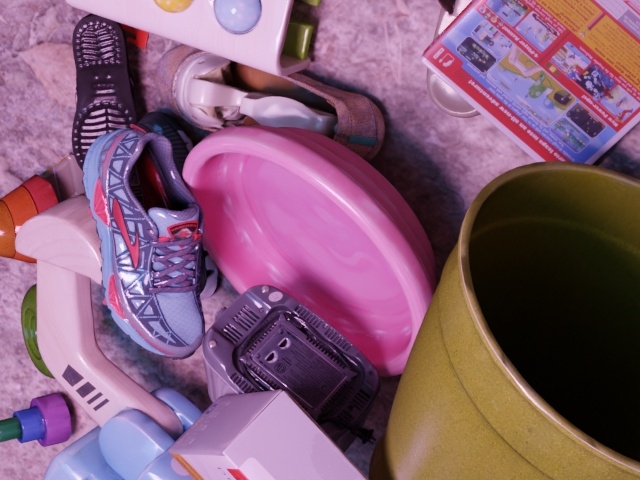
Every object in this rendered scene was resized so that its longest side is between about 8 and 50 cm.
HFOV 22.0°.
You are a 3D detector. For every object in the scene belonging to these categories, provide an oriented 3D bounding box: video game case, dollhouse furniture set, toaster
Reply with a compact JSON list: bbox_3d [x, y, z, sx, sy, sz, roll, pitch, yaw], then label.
[{"bbox_3d":[0.262,-0.207,1.603,0.204,0.025,0.285,40,123,-8],"label":"video game case"},{"bbox_3d":[-0.295,-0.030,2.056,0.076,0.058,0.152,-32,66,42],"label":"dollhouse furniture set"},{"bbox_3d":[-0.028,0.164,1.806,0.227,0.129,0.146,36,156,13],"label":"toaster"}]

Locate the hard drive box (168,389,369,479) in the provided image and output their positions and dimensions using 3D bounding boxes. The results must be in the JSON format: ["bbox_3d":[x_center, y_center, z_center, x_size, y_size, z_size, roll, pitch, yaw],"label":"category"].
[{"bbox_3d":[-0.040,0.245,1.661,0.181,0.089,0.232,48,161,-7],"label":"hard drive box"}]

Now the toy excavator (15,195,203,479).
[{"bbox_3d":[-0.228,0.228,1.919,0.445,0.222,0.433,39,125,11],"label":"toy excavator"}]

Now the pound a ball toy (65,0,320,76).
[{"bbox_3d":[-0.151,-0.324,1.794,0.319,0.136,0.208,21,110,19],"label":"pound a ball toy"}]

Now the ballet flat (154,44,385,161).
[{"bbox_3d":[-0.078,-0.159,1.829,0.316,0.106,0.107,15,103,29],"label":"ballet flat"}]

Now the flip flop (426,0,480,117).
[{"bbox_3d":[0.155,-0.255,1.669,0.112,0.080,0.277,23,114,26],"label":"flip flop"}]

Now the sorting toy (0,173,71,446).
[{"bbox_3d":[-0.391,0.101,2.065,0.127,0.126,0.365,33,128,53],"label":"sorting toy"}]

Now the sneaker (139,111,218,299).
[{"bbox_3d":[-0.185,-0.033,1.932,0.078,0.106,0.234,-4,101,35],"label":"sneaker"}]

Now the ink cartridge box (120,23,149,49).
[{"bbox_3d":[-0.225,-0.287,1.935,0.063,0.029,0.115,27,115,24],"label":"ink cartridge box"}]

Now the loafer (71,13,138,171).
[{"bbox_3d":[-0.253,-0.177,1.967,0.080,0.078,0.220,4,120,-3],"label":"loafer"}]

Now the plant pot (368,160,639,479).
[{"bbox_3d":[0.224,0.174,1.612,0.366,0.366,0.353,45,135,14],"label":"plant pot"}]

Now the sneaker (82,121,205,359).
[{"bbox_3d":[-0.178,0.002,1.770,0.125,0.104,0.262,-16,93,53],"label":"sneaker"}]

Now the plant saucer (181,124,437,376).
[{"bbox_3d":[0.000,0.000,1.767,0.332,0.084,0.332,31,149,21],"label":"plant saucer"}]
